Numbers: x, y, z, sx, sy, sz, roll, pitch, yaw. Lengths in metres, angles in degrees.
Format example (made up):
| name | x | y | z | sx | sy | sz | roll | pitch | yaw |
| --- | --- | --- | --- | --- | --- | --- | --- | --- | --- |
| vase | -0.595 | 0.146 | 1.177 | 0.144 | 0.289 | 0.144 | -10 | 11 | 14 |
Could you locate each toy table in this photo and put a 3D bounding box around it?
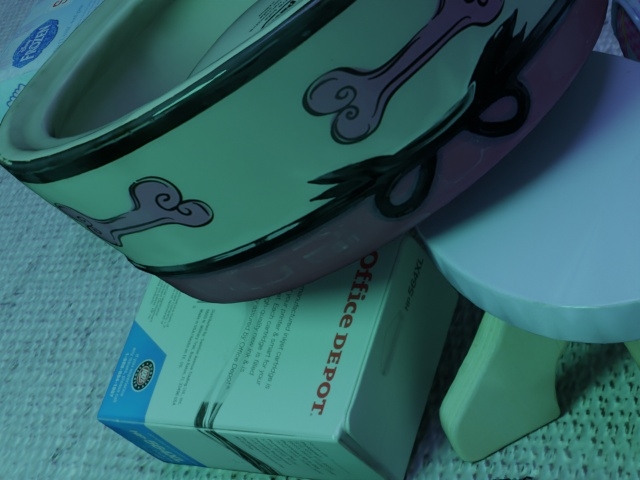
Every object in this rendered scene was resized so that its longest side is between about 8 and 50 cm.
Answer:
| name | x | y | z | sx | sy | sz | roll | pitch | yaw |
| --- | --- | --- | --- | --- | --- | --- | --- | --- | --- |
| toy table | 0.165 | 0.013 | 0.794 | 0.252 | 0.161 | 0.274 | -22 | 33 | 8 |

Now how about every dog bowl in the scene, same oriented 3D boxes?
| name | x | y | z | sx | sy | sz | roll | pitch | yaw |
| --- | --- | --- | --- | --- | --- | --- | --- | --- | --- |
| dog bowl | -0.001 | -0.128 | 0.841 | 0.408 | 0.150 | 0.408 | -31 | 23 | 15 |

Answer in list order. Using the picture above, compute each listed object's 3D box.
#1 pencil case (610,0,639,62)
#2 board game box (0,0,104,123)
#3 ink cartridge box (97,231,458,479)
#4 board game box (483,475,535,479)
| name | x | y | z | sx | sy | sz | roll | pitch | yaw |
| --- | --- | --- | --- | --- | --- | --- | --- | --- | --- |
| pencil case | 0.352 | -0.182 | 0.982 | 0.273 | 0.113 | 0.124 | -25 | 51 | 4 |
| board game box | -0.112 | -0.233 | 1.205 | 0.318 | 0.066 | 0.319 | -14 | 33 | 20 |
| ink cartridge box | -0.028 | 0.075 | 0.888 | 0.203 | 0.086 | 0.148 | 0 | 59 | 36 |
| board game box | 0.028 | 0.191 | 0.745 | 0.186 | 0.026 | 0.126 | -12 | 34 | 37 |
